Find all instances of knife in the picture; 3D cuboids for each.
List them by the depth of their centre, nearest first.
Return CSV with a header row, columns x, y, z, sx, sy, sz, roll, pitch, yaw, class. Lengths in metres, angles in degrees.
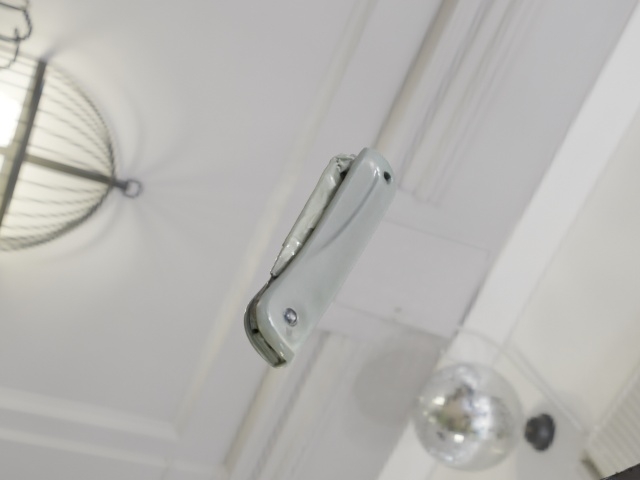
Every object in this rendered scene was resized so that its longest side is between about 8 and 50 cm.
x,y,z,sx,sy,sz,roll,pitch,yaw,class
0.002,0.003,0.898,0.041,0.073,0.265,-17,-152,36,knife

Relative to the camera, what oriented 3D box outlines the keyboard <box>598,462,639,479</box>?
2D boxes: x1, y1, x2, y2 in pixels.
x,y,z,sx,sy,sz,roll,pitch,yaw,class
0.289,0.177,0.745,0.015,0.197,0.074,63,4,-59,keyboard
